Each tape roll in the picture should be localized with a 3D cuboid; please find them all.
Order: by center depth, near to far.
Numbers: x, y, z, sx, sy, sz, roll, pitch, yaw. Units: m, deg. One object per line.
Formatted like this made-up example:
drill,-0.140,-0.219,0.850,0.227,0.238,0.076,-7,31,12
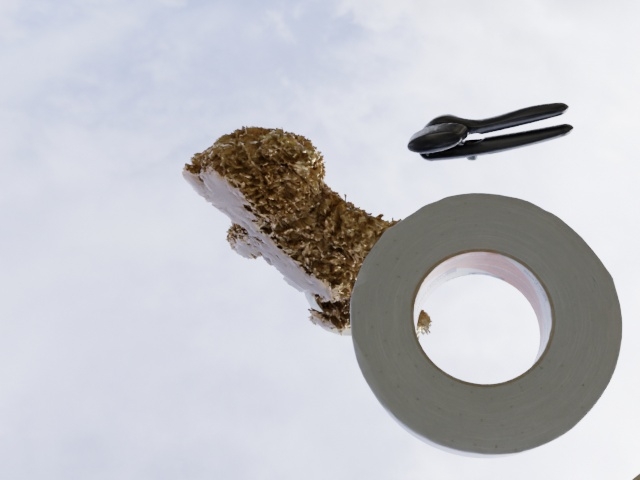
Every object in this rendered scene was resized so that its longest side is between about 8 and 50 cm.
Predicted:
tape roll,0.137,0.072,0.593,0.219,0.072,0.219,-3,-109,8

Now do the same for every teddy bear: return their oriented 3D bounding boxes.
teddy bear,0.000,0.000,0.781,0.338,0.245,0.113,44,-114,-15

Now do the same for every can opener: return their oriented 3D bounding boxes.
can opener,0.197,-0.121,0.802,0.186,0.059,0.073,-4,-145,25

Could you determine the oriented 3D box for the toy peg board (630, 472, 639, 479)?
toy peg board,0.523,0.396,0.968,0.161,0.079,0.160,-45,-145,12
